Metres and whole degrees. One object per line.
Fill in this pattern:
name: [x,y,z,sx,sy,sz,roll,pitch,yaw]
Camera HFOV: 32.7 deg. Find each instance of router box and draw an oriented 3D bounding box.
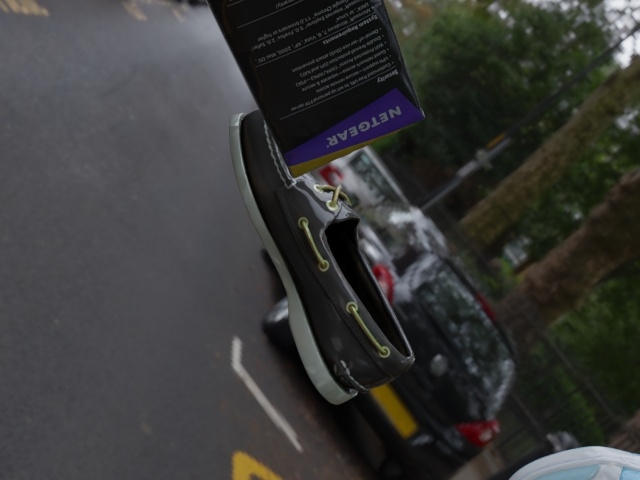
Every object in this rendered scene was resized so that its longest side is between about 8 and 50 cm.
router box: [-0.058,-0.218,0.595,0.309,0.081,0.243,-113,178,-48]

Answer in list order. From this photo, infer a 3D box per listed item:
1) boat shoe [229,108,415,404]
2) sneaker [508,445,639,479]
boat shoe: [0.000,0.000,0.790,0.081,0.069,0.227,8,59,-67]
sneaker: [0.372,0.348,1.240,0.208,0.319,0.127,-87,177,-59]
